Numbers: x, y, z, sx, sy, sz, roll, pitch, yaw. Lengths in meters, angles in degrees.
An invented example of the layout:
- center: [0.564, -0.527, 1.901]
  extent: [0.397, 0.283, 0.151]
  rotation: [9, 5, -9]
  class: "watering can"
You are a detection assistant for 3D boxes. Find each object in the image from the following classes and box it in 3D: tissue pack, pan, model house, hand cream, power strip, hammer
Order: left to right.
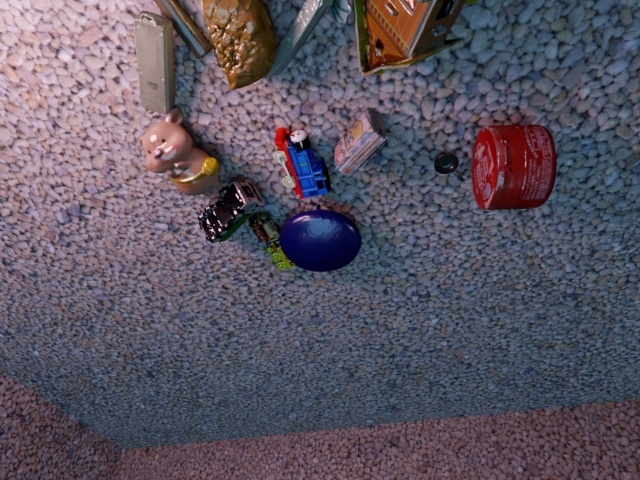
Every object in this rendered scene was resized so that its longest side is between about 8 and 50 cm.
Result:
- center: [-0.388, -0.589, 0.923]
  extent: [0.169, 0.044, 0.439]
  rotation: [-24, 127, 22]
  class: "hammer"
- center: [-0.397, -0.421, 1.047]
  extent: [0.078, 0.052, 0.272]
  rotation: [17, 142, -5]
  class: "power strip"
- center: [0.102, -0.260, 1.156]
  extent: [0.065, 0.115, 0.155]
  rotation: [29, 128, -25]
  class: "tissue pack"
- center: [0.175, -0.531, 0.898]
  extent: [0.301, 0.340, 0.323]
  rotation: [-29, 168, -18]
  class: "model house"
- center: [0.375, -0.209, 1.249]
  extent: [0.115, 0.023, 0.068]
  rotation: [37, 124, -24]
  class: "pan"
- center: [0.494, -0.189, 1.129]
  extent: [0.150, 0.230, 0.230]
  rotation: [-3, 133, 5]
  class: "hand cream"

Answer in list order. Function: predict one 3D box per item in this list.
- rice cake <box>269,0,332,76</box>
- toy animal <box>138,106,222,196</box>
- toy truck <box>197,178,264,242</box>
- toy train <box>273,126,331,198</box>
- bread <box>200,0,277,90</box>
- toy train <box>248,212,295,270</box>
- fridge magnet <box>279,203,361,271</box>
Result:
- center: [-0.052, -0.463, 0.978]
  extent: [0.042, 0.045, 0.245]
  rotation: [57, 141, 2]
  class: "rice cake"
- center: [-0.377, -0.219, 1.208]
  extent: [0.165, 0.149, 0.248]
  rotation: [-34, 117, 10]
  class: "toy animal"
- center: [-0.280, -0.081, 1.349]
  extent: [0.243, 0.101, 0.125]
  rotation: [-40, 163, 34]
  class: "toy truck"
- center: [-0.053, -0.219, 1.227]
  extent: [0.131, 0.082, 0.203]
  rotation: [-9, 134, 12]
  class: "toy train"
- center: [-0.174, -0.472, 0.968]
  extent: [0.140, 0.143, 0.228]
  rotation: [-14, 135, 1]
  class: "bread"
- center: [-0.160, 0.004, 1.466]
  extent: [0.085, 0.053, 0.249]
  rotation: [-20, 129, 10]
  class: "toy train"
- center: [0.000, 0.000, 1.409]
  extent: [0.266, 0.112, 0.265]
  rotation: [2, 133, 2]
  class: "fridge magnet"
